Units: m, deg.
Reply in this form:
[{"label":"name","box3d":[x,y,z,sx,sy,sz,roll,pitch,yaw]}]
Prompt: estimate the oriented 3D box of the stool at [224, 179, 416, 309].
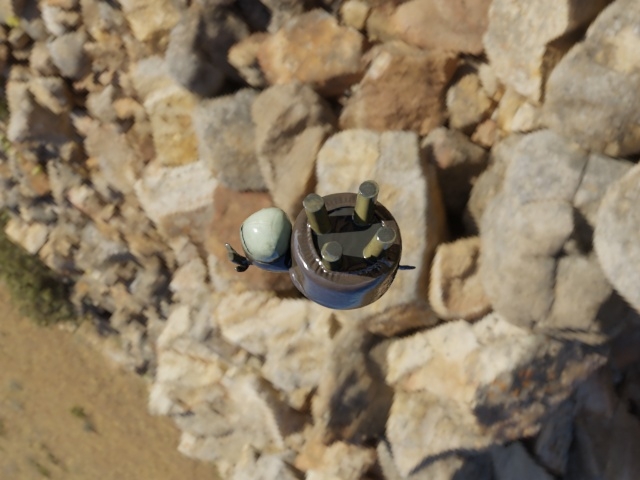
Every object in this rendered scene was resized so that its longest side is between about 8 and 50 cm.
[{"label":"stool","box3d":[0.000,0.000,1.249,0.217,0.125,0.121,10,153,6]}]
